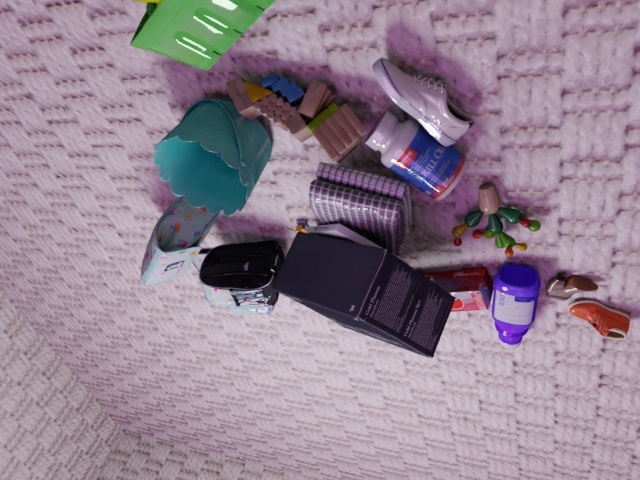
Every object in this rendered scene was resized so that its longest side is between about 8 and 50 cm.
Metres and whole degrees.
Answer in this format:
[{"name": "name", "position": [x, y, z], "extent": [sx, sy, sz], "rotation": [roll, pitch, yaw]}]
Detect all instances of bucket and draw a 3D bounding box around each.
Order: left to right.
[{"name": "bucket", "position": [-0.273, -0.220, 1.548], "extent": [0.281, 0.183, 0.281], "rotation": [18, 145, 13]}]

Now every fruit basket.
[{"name": "fruit basket", "position": [-0.282, -0.544, 1.144], "extent": [0.392, 0.283, 0.392], "rotation": [7, 147, 5]}]

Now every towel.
[{"name": "towel", "position": [0.105, -0.071, 1.505], "extent": [0.235, 0.121, 0.284], "rotation": [14, 162, 15]}]

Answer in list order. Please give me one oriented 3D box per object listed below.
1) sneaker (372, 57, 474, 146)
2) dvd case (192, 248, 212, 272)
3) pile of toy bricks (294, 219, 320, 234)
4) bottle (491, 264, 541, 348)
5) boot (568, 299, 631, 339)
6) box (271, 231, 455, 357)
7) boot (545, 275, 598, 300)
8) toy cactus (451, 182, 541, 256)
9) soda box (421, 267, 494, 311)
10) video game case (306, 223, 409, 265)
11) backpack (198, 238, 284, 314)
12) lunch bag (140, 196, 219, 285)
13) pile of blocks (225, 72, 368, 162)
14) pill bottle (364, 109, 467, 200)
[{"name": "sneaker", "position": [0.226, -0.316, 1.286], "extent": [0.258, 0.094, 0.091], "rotation": [36, 126, -21]}, {"name": "dvd case", "position": [-0.324, 0.100, 2.059], "extent": [0.253, 0.022, 0.180], "rotation": [-2, 133, 30]}, {"name": "pile of toy bricks", "position": [0.000, 0.000, 1.715], "extent": [0.212, 0.105, 0.118], "rotation": [1, 134, 27]}, {"name": "bottle", "position": [0.535, 0.190, 1.643], "extent": [0.118, 0.092, 0.283], "rotation": [9, 137, 21]}, {"name": "boot", "position": [0.733, 0.210, 1.567], "extent": [0.157, 0.085, 0.059], "rotation": [15, 140, 16]}, {"name": "box", "position": [0.111, 0.137, 1.549], "extent": [0.312, 0.179, 0.343], "rotation": [32, 167, -39]}, {"name": "boot", "position": [0.655, 0.131, 1.562], "extent": [0.118, 0.042, 0.087], "rotation": [15, 145, 15]}, {"name": "toy cactus", "position": [0.417, -0.049, 1.459], "extent": [0.219, 0.112, 0.181], "rotation": [1, 125, 39]}, {"name": "soda box", "position": [0.350, 0.147, 1.695], "extent": [0.263, 0.092, 0.083], "rotation": [-7, 129, 34]}, {"name": "video game case", "position": [0.094, 0.020, 1.576], "extent": [0.227, 0.026, 0.206], "rotation": [28, 169, -20]}, {"name": "backpack", "position": [-0.244, 0.113, 1.857], "extent": [0.253, 0.225, 0.191], "rotation": [1, 133, 7]}, {"name": "lunch bag", "position": [-0.449, 0.003, 1.837], "extent": [0.160, 0.262, 0.223], "rotation": [35, 138, -9]}, {"name": "pile of blocks", "position": [-0.049, -0.311, 1.433], "extent": [0.362, 0.149, 0.112], "rotation": [28, -176, 12]}, {"name": "pill bottle", "position": [0.217, -0.200, 1.372], "extent": [0.221, 0.124, 0.124], "rotation": [32, 140, -7]}]
